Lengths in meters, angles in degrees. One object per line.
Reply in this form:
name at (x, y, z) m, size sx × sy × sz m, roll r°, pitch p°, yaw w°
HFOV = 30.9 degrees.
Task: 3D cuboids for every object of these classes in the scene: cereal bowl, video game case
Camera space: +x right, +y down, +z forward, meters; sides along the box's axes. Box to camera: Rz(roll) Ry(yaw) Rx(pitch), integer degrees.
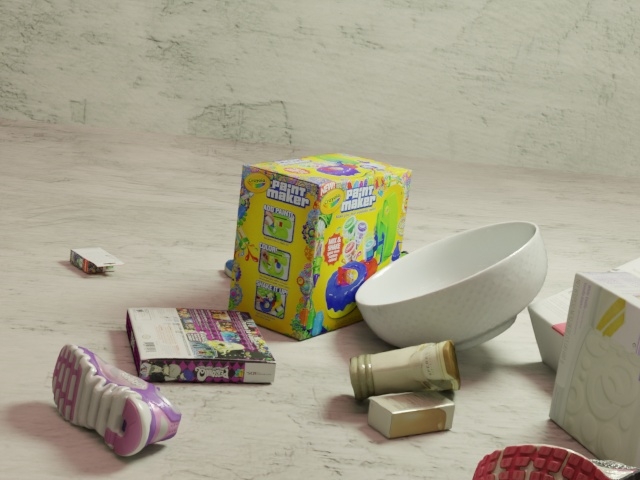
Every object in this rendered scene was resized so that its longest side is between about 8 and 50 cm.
cereal bowl at (0.239, 0.096, 2.004) m, size 0.339 × 0.141 × 0.339 m, roll -21°, pitch 11°, yaw 4°
video game case at (-0.196, 0.164, 1.850) m, size 0.210 × 0.042 × 0.232 m, roll 2°, pitch 15°, yaw -16°

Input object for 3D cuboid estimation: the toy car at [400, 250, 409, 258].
toy car at (0.252, 0.063, 2.420) m, size 0.225 × 0.053 × 0.239 m, roll 8°, pitch 14°, yaw 4°

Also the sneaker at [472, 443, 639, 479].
sneaker at (0.331, 0.322, 1.399) m, size 0.299 × 0.121 × 0.112 m, roll 8°, pitch -14°, yaw 9°

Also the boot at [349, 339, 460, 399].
boot at (0.128, 0.201, 1.772) m, size 0.165 × 0.077 × 0.213 m, roll -11°, pitch -12°, yaw 7°

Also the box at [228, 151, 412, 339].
box at (0.000, 0.000, 2.099) m, size 0.177 × 0.279 × 0.290 m, roll 17°, pitch 18°, yaw 34°

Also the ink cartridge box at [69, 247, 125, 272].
ink cartridge box at (-0.430, 0.043, 2.233) m, size 0.062 × 0.029 × 0.115 m, roll -4°, pitch 19°, yaw -38°

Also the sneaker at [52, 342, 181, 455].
sneaker at (-0.272, 0.212, 1.560) m, size 0.104 × 0.095 × 0.236 m, roll 2°, pitch 19°, yaw -45°

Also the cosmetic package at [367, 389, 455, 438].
cosmetic package at (0.131, 0.250, 1.674) m, size 0.115 × 0.041 × 0.060 m, roll -2°, pitch 17°, yaw -31°

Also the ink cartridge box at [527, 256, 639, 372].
ink cartridge box at (0.523, 0.136, 1.936) m, size 0.283 × 0.117 × 0.207 m, roll -22°, pitch 21°, yaw -10°

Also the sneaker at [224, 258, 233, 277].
sneaker at (-0.138, 0.040, 2.267) m, size 0.058 × 0.085 × 0.152 m, roll -2°, pitch 17°, yaw -30°

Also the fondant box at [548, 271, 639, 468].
fondant box at (0.456, 0.203, 1.613) m, size 0.096 × 0.238 × 0.330 m, roll 1°, pitch 15°, yaw -21°
